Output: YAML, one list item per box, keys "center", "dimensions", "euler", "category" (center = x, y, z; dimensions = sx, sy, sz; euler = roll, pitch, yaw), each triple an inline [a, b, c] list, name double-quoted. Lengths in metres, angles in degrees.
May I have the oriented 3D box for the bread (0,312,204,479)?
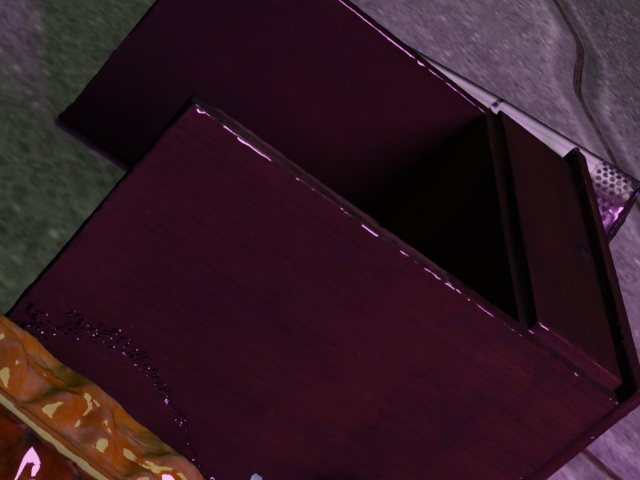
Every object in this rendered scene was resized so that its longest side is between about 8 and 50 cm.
- center: [-0.154, 0.076, 0.621]
  dimensions: [0.269, 0.087, 0.098]
  euler: [39, 27, -8]
  category: "bread"

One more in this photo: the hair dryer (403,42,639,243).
- center: [0.057, -0.061, 1.100]
  dimensions: [0.320, 0.284, 0.155]
  euler: [36, 65, 7]
  category: "hair dryer"

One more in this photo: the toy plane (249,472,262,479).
- center: [0.000, 0.173, 0.738]
  dimensions: [0.235, 0.060, 0.096]
  euler: [37, 62, -20]
  category: "toy plane"

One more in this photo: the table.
- center: [0.000, 0.000, 0.836]
  dimensions: [0.282, 0.196, 0.250]
  euler: [35, 29, -19]
  category: "table"
